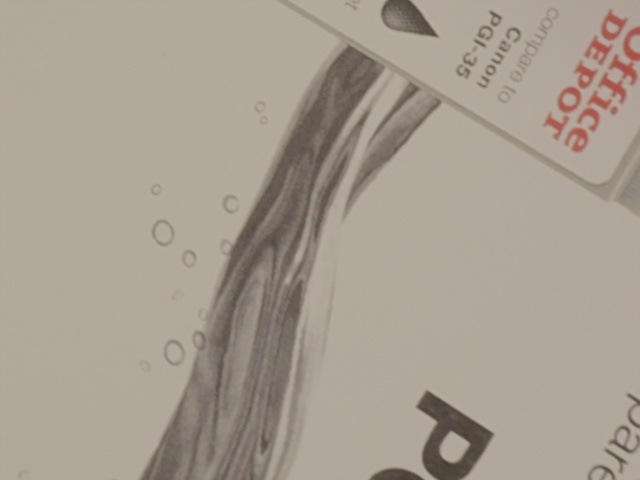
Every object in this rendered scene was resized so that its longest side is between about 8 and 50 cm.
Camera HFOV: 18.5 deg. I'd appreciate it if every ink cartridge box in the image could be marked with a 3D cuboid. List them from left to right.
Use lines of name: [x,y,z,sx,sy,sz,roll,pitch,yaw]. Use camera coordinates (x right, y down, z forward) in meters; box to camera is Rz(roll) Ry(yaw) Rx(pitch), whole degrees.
ink cartridge box: [0.000,0.000,0.421,0.283,0.207,0.117,32,-1,16]
